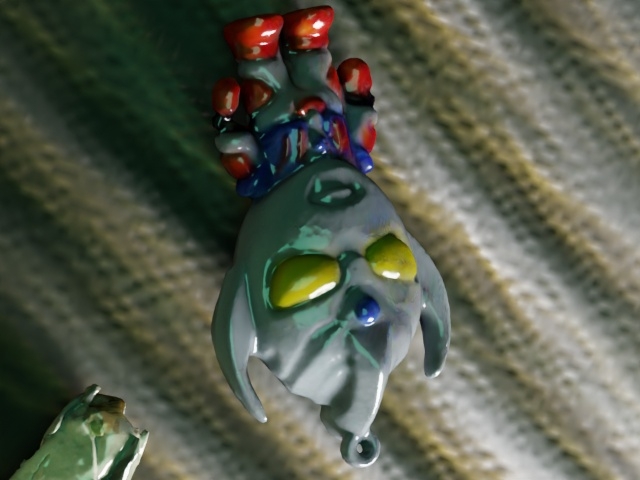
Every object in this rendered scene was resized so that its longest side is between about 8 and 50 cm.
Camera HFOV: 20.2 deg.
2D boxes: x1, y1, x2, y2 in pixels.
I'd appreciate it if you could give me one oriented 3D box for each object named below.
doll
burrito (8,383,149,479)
[{"bbox_3d":[0.001,0.000,0.754,0.104,0.062,0.194,-13,94,-50],"label":"doll"},{"bbox_3d":[-0.139,0.141,0.750,0.045,0.041,0.185,41,86,8],"label":"burrito"}]
